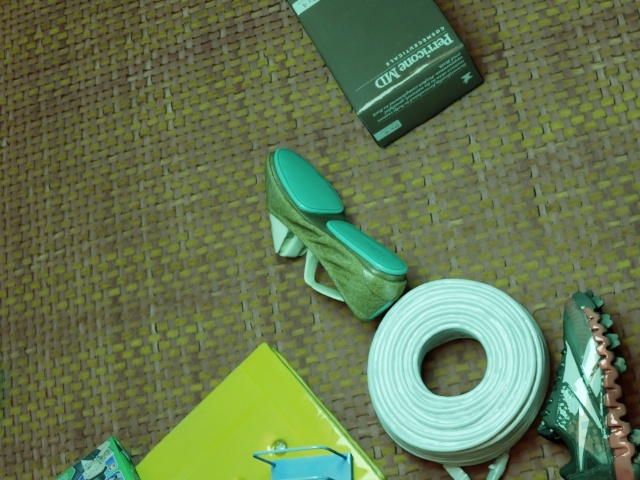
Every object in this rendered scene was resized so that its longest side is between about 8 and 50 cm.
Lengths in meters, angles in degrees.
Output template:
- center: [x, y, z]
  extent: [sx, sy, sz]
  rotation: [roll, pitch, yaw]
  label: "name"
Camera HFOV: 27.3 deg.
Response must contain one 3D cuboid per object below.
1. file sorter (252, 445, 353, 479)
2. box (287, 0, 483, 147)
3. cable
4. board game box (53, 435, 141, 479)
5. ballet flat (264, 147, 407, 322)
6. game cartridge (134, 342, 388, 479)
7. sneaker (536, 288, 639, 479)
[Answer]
- center: [-0.026, 0.368, 1.764]
  extent: [0.118, 0.104, 0.170]
  rotation: [-9, 69, 19]
  label: "file sorter"
- center: [0.067, -0.354, 2.029]
  extent: [0.191, 0.143, 0.381]
  rotation: [-34, 65, 6]
  label: "box"
- center: [0.185, 0.179, 1.814]
  extent: [0.257, 0.089, 0.257]
  rotation: [30, 84, 27]
  label: "cable"
- center: [-0.382, 0.441, 1.857]
  extent: [0.317, 0.046, 0.213]
  rotation: [-37, 37, -3]
  label: "board game box"
- center: [0.000, 0.000, 1.939]
  extent: [0.342, 0.116, 0.124]
  rotation: [46, 119, 36]
  label: "ballet flat"
- center: [-0.105, 0.354, 1.887]
  extent: [0.324, 0.053, 0.285]
  rotation: [-44, 62, 4]
  label: "game cartridge"
- center: [0.344, 0.201, 1.740]
  extent: [0.135, 0.097, 0.276]
  rotation: [-13, 68, 14]
  label: "sneaker"
